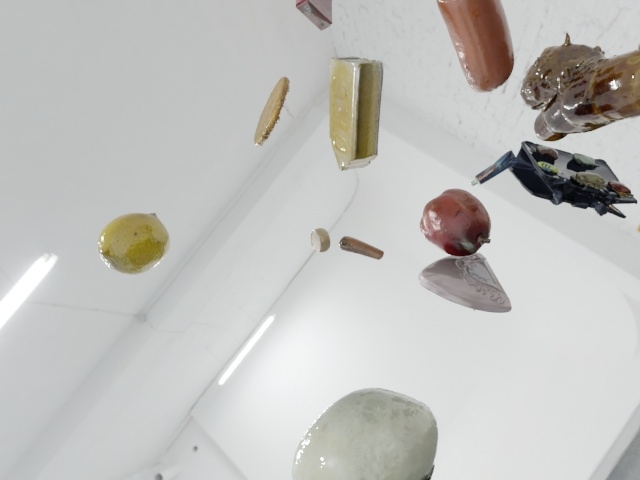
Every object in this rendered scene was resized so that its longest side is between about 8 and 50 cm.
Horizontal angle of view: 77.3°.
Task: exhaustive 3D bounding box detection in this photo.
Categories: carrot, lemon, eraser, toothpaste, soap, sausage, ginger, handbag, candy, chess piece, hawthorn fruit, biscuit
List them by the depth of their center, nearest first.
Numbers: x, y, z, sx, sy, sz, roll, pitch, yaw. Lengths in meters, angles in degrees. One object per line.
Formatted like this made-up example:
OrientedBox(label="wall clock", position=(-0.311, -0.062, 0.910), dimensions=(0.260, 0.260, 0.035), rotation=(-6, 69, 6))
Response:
OrientedBox(label="toothpaste", position=(0.298, -0.121, 0.692), dimensions=(0.083, 0.027, 0.019), rotation=(-35, 16, 21))
OrientedBox(label="candy", position=(0.080, 0.385, 0.762), dimensions=(0.296, 0.185, 0.295), rotation=(-23, -6, -2))
OrientedBox(label="sausage", position=(0.335, -0.425, 0.838), dimensions=(0.113, 0.114, 0.259), rotation=(-51, -49, -5))
OrientedBox(label="ginger", position=(0.636, -0.373, 0.933), dimensions=(0.176, 0.254, 0.418), rotation=(-25, 11, -6))
OrientedBox(label="soap", position=(0.080, -0.298, 0.965), dimensions=(0.080, 0.160, 0.257), rotation=(-9, -60, -17))
OrientedBox(label="eraser", position=(0.387, 0.104, 1.102), dimensions=(0.244, 0.204, 0.059), rotation=(4, -45, -18))
OrientedBox(label="hawthorn fruit", position=(0.383, -0.045, 1.103), dimensions=(0.185, 0.202, 0.185), rotation=(-17, -53, -23))
OrientedBox(label="chess piece", position=(0.000, 0.000, 1.317), dimensions=(0.038, 0.083, 0.083), rotation=(-11, -41, -28))
OrientedBox(label="handbag", position=(0.821, -0.207, 1.324), dimensions=(0.329, 0.304, 0.121), rotation=(-73, -3, -58))
OrientedBox(label="carrot", position=(0.137, 0.027, 1.368), dimensions=(0.055, 0.162, 0.055), rotation=(-33, -48, -45))
OrientedBox(label="biscuit", position=(-0.167, -0.442, 1.383), dimensions=(0.254, 0.035, 0.253), rotation=(-49, 30, 41))
OrientedBox(label="lemon", position=(-0.696, 0.012, 1.488), dimensions=(0.254, 0.228, 0.228), rotation=(-31, -29, -43))

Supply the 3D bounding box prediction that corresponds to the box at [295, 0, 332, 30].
OrientedBox(label="box", position=(-0.021, -0.835, 1.415), dimensions=(0.156, 0.060, 0.111), rotation=(17, -113, -48))
